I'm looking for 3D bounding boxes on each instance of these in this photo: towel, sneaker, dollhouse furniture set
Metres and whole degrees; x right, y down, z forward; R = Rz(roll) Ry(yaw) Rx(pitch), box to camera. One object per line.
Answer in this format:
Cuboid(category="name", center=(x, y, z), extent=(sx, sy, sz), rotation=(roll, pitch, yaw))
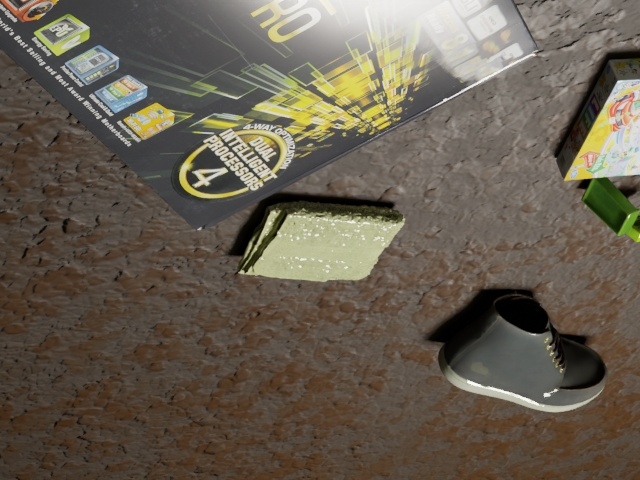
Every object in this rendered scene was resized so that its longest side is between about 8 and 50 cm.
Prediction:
Cuboid(category="towel", center=(0.000, 0.000, 1.869), extent=(0.148, 0.027, 0.110), rotation=(3, 143, -27))
Cuboid(category="sneaker", center=(0.251, 0.124, 2.130), extent=(0.222, 0.083, 0.118), rotation=(7, 141, -32))
Cuboid(category="dollhouse furniture set", center=(0.339, -0.052, 1.951), extent=(0.151, 0.058, 0.076), rotation=(-20, 147, -33))

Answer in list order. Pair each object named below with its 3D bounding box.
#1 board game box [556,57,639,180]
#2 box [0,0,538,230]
Cuboid(category="board game box", center=(0.297, -0.116, 1.825), extent=(0.103, 0.026, 0.154), rotation=(-5, 147, -19))
Cuboid(category="box", center=(-0.048, -0.184, 1.393), extent=(0.318, 0.097, 0.395), rotation=(-29, 148, 8))
